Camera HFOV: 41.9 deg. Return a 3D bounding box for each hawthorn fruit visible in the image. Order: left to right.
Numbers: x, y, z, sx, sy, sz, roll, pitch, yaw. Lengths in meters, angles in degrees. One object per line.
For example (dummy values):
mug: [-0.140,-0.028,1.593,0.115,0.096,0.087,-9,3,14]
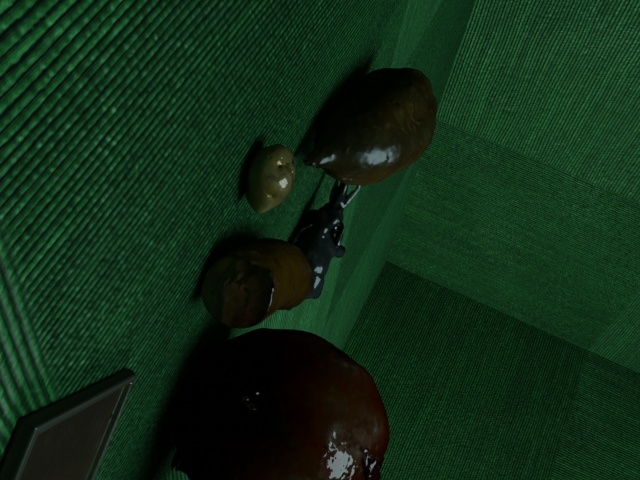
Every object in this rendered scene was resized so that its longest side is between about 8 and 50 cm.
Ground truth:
hawthorn fruit: [-0.061,0.258,1.170,0.316,0.316,0.315,24,90,-82]

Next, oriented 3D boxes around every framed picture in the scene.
framed picture: [-0.265,0.267,0.762,0.213,0.016,0.289,-17,130,-80]

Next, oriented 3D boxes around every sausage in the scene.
sausage: [-0.071,0.048,1.086,0.270,0.109,0.108,1,113,-80]

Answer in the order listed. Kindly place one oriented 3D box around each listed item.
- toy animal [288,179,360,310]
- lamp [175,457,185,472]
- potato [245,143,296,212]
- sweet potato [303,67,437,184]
toy animal: [0.002,-0.001,1.446,0.269,0.082,0.137,-64,173,-7]
lamp: [-0.169,0.404,1.427,0.371,0.109,0.130,101,12,-55]
potato: [-0.060,-0.071,0.971,0.068,0.062,0.083,-30,168,-50]
sweet potato: [0.088,-0.168,1.295,0.369,0.158,0.157,-50,162,-57]
